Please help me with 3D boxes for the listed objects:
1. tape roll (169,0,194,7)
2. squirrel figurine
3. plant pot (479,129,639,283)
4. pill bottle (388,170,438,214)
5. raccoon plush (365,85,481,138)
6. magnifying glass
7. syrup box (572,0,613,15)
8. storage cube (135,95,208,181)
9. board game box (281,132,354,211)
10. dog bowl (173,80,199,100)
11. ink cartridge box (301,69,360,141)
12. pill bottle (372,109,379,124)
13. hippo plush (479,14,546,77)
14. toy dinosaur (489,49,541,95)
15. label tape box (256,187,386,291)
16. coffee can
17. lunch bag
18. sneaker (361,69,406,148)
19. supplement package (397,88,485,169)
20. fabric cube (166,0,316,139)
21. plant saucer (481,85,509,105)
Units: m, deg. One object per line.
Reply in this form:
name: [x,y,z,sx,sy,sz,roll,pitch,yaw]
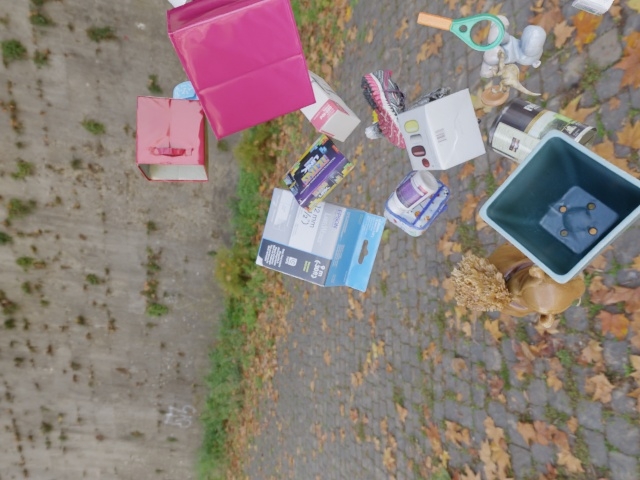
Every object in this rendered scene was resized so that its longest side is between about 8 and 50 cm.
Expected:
tape roll: [-0.432,-0.888,1.376,0.246,0.169,0.246,-41,19,18]
squirrel figurine: [0.632,0.158,1.388,0.370,0.396,0.281,-51,-46,-81]
plant pot: [0.586,-0.066,1.005,0.247,0.252,0.248,-54,55,22]
pill bottle: [0.364,-0.187,1.699,0.193,0.108,0.108,-41,44,42]
raccoon plush: [0.449,-0.445,1.806,0.446,0.216,0.299,-12,114,50]
magnifying glass: [0.375,-0.572,1.142,0.092,0.230,0.026,92,-157,-54]
syrup box: [0.873,-0.818,1.273,0.237,0.093,0.096,-66,-9,21]
storage cube: [-0.425,-0.286,1.241,0.215,0.183,0.193,153,116,-77]
board game box: [-0.011,-0.181,1.129,0.170,0.048,0.141,-45,44,12]
dog bowl: [-0.426,-0.560,1.647,0.166,0.297,0.074,123,135,-79]
ink cartridge box: [0.001,-0.423,1.314,0.092,0.158,0.218,-47,68,23]
pill bottle: [0.298,-0.585,1.951,0.119,0.119,0.209,-148,56,-71]
hippo plush: [0.829,-0.799,1.830,0.294,0.236,0.235,61,-137,-68]
toy dinosaur: [0.563,-0.479,1.275,0.183,0.053,0.092,55,151,5]
label tape box: [0.000,0.000,1.319,0.115,0.347,0.249,-14,-60,-74]
coffee can: [0.754,-0.348,1.468,0.275,0.201,0.202,40,130,34]
lunch bag: [0.463,-0.180,2.007,0.303,0.243,0.115,-49,-19,-19]
sneaker: [0.248,-0.457,1.457,0.121,0.111,0.299,105,142,-79]
supplement package: [0.363,-0.330,1.305,0.203,0.149,0.194,-147,36,-75]
fabric cube: [-0.189,-0.441,1.021,0.254,0.258,0.259,-116,5,-47]
plant saucer: [0.557,-0.465,1.360,0.013,0.083,0.084,52,-155,-52]
